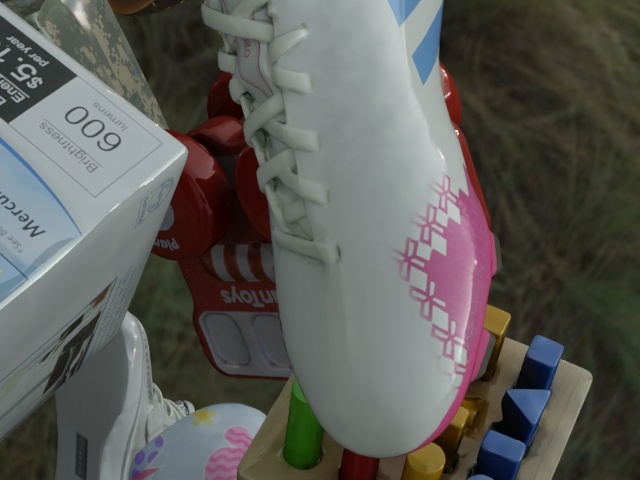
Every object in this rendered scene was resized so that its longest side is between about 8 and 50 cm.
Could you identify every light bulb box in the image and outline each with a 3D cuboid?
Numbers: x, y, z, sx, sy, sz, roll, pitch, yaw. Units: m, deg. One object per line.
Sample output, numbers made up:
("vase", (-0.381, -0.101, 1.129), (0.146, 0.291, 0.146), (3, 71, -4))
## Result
("light bulb box", (-0.343, -0.002, 0.927), (0.358, 0.225, 0.361), (37, 49, 9))

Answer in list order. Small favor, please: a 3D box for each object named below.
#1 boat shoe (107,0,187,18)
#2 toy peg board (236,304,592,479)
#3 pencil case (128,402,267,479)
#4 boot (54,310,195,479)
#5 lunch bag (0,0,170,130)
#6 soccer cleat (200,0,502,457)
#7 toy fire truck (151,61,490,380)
("boat shoe", (-0.159, -0.330, 1.835), (0.207, 0.073, 0.073), (-21, 84, 18))
("toy peg board", (0.060, 0.088, 0.857), (0.161, 0.079, 0.161), (22, 51, 12))
("pencil case", (-0.017, 0.218, 0.944), (0.124, 0.113, 0.273), (6, 28, -39))
("boot", (-0.170, 0.158, 1.398), (0.095, 0.258, 0.123), (34, 35, 32))
("lunch bag", (-0.299, -0.086, 1.375), (0.287, 0.235, 0.169), (-15, 24, 22))
("soccer cleat", (-0.003, -0.068, 0.694), (0.143, 0.116, 0.331), (22, 57, -40))
("toy fire truck", (0.000, 0.000, 1.166), (0.302, 0.254, 0.169), (-1, 30, 38))
